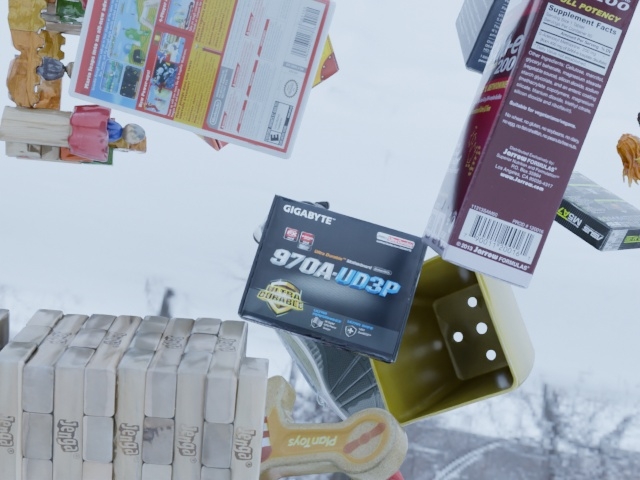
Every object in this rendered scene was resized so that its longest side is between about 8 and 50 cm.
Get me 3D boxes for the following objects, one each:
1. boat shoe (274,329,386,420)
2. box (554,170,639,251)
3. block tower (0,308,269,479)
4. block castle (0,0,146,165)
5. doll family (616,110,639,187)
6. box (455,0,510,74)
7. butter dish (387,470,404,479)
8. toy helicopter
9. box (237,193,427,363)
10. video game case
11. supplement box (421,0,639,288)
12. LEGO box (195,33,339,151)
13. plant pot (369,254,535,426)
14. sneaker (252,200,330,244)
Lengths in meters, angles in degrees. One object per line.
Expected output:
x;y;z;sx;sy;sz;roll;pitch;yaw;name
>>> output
0.007;0.196;1.539;0.320;0.118;0.103;51;154;3;boat shoe
0.412;-0.050;1.377;0.190;0.045;0.184;-3;-148;-46;box
-0.200;0.095;0.536;0.335;0.091;0.097;4;-165;-2;block tower
-0.384;-0.275;1.469;0.212;0.303;0.453;5;-176;-13;block castle
0.518;-0.102;1.286;0.163;0.118;0.263;31;-169;-20;doll family
0.449;-0.538;1.794;0.212;0.395;0.293;17;-149;-6;box
0.086;0.377;1.074;0.160;0.160;0.118;-35;-160;-26;butter dish
-0.060;0.261;1.048;0.355;0.235;0.140;-12;131;35;toy helicopter
0.018;0.053;1.206;0.220;0.175;0.051;17;170;2;box
-0.145;-0.234;1.088;0.285;0.204;0.025;16;-163;-7;video game case
0.160;-0.092;0.706;0.073;0.239;0.130;20;-175;-3;supplement box
-0.210;-0.518;2.013;0.193;0.372;0.500;38;157;44;LEGO box
0.205;0.140;1.345;0.212;0.212;0.187;-25;166;31;plant pot
0.000;0.000;1.589;0.228;0.132;0.086;33;-174;9;sneaker
